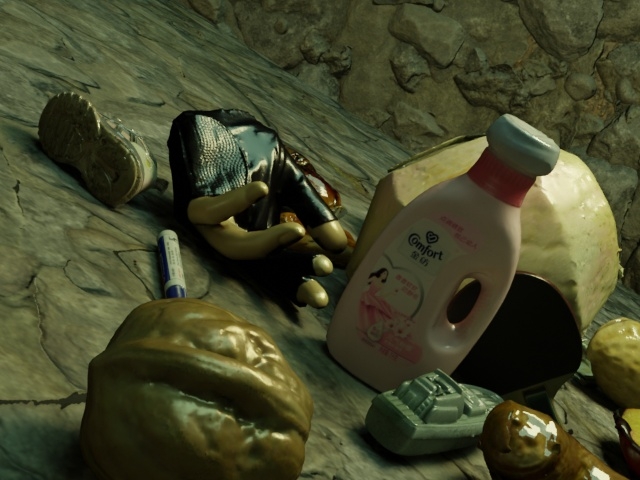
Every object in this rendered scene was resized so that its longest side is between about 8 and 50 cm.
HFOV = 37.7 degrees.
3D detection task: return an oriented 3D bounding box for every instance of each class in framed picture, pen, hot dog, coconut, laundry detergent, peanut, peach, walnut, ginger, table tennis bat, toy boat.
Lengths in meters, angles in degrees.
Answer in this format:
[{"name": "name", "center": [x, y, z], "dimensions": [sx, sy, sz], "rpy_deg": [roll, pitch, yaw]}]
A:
[{"name": "framed picture", "center": [0.464, 0.202, 1.750], "dimensions": [0.217, 0.017, 0.274], "rpy_deg": [42, 17, 31]}, {"name": "pen", "center": [-0.157, 0.039, 0.994], "dimensions": [0.025, 0.025, 0.204], "rpy_deg": [26, 16, -22]}, {"name": "hot dog", "center": [0.000, 0.000, 1.403], "dimensions": [0.165, 0.045, 0.071], "rpy_deg": [18, 18, -44]}, {"name": "coconut", "center": [0.205, 0.023, 1.266], "dimensions": [0.352, 0.353, 0.352], "rpy_deg": [30, 14, -8]}, {"name": "laundry detergent", "center": [0.143, 0.019, 1.038], "dimensions": [0.159, 0.335, 0.088], "rpy_deg": [32, 19, -1]}, {"name": "peanut", "center": [0.568, 0.233, 1.596], "dimensions": [0.305, 0.147, 0.147], "rpy_deg": [26, 16, -22]}, {"name": "hot dog", "center": [-0.061, -0.113, 1.585], "dimensions": [0.270, 0.082, 0.162], "rpy_deg": [39, 14, 30]}, {"name": "peach", "center": [0.518, 0.319, 1.342], "dimensions": [0.279, 0.068, 0.189], "rpy_deg": [18, 22, -24]}, {"name": "walnut", "center": [-0.086, 0.120, 0.650], "dimensions": [0.166, 0.149, 0.167], "rpy_deg": [20, 51, -26]}, {"name": "ginger", "center": [0.287, 0.283, 0.943], "dimensions": [0.309, 0.107, 0.133], "rpy_deg": [40, 2, 15]}, {"name": "table tennis bat", "center": [0.247, 0.156, 1.124], "dimensions": [0.021, 0.154, 0.274], "rpy_deg": [-78, 144, -65]}, {"name": "toy boat", "center": [0.142, 0.181, 1.011], "dimensions": [0.078, 0.085, 0.260], "rpy_deg": [40, 16, 31]}]

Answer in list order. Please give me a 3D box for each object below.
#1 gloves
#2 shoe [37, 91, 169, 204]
[{"name": "gloves", "center": [-0.073, -0.037, 1.170], "dimensions": [0.197, 0.152, 0.301], "rpy_deg": [-8, 44, -39]}, {"name": "shoe", "center": [-0.263, -0.115, 1.155], "dimensions": [0.180, 0.089, 0.092], "rpy_deg": [40, 17, 21]}]
